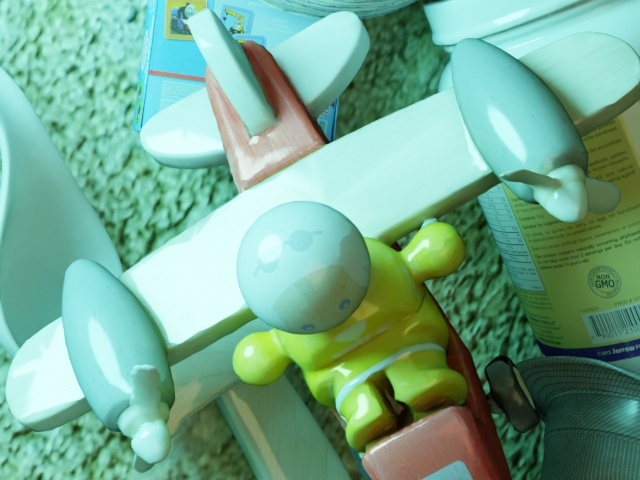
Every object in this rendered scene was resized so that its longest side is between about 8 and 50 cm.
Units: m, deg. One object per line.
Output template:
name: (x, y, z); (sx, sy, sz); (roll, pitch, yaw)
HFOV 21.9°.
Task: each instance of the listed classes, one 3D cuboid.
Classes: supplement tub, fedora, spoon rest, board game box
supplement tub: (0.236, -0.073, 1.309); (0.241, 0.241, 0.331); (-26, 101, -14)
fedora: (0.258, 0.201, 1.269); (0.275, 0.244, 0.124); (27, 72, -20)
spoon rest: (-0.225, -0.022, 1.242); (0.137, 0.084, 0.276); (-37, 105, -49)
board game box: (-0.057, -0.182, 1.315); (0.160, 0.039, 0.211); (7, 93, -18)

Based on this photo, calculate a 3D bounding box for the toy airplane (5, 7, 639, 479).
toy airplane: (0.000, 0.000, 1.149); (0.384, 0.272, 0.386); (17, 89, 12)

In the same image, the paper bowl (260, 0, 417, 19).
paper bowl: (0.023, -0.320, 1.245); (0.284, 0.148, 0.284); (3, 80, -17)

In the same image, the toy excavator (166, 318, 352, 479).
toy excavator: (-0.023, 0.332, 1.297); (0.433, 0.222, 0.445); (31, 74, -10)
